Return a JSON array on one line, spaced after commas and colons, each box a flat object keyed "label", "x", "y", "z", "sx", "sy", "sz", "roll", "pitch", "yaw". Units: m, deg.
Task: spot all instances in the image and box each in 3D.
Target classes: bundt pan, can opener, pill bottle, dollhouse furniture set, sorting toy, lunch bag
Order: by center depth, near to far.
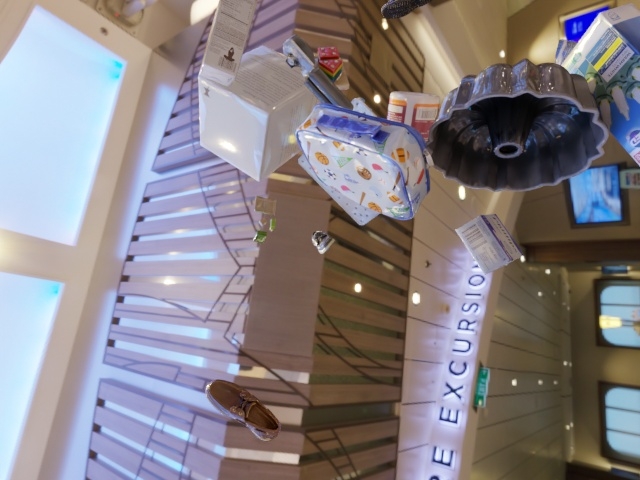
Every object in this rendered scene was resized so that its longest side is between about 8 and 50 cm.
[{"label": "bundt pan", "x": 0.388, "y": -0.233, "z": 0.826, "sx": 0.331, "sy": 0.330, "sz": 0.124, "roll": 37, "pitch": -121, "yaw": -45}, {"label": "lunch bag", "x": 0.099, "y": -0.178, "z": 0.886, "sx": 0.115, "sy": 0.303, "sz": 0.243, "roll": -54, "pitch": -35, "yaw": -17}, {"label": "can opener", "x": 0.001, "y": -0.500, "z": 1.223, "sx": 0.283, "sy": 0.076, "sz": 0.095, "roll": 45, "pitch": -111, "yaw": -11}, {"label": "dollhouse furniture set", "x": -0.195, "y": -0.072, "z": 1.383, "sx": 0.076, "sy": 0.058, "sz": 0.152, "roll": 9, "pitch": -116, "yaw": -17}, {"label": "pill bottle", "x": 0.405, "y": -0.467, "z": 1.852, "sx": 0.224, "sy": 0.224, "sz": 0.392, "roll": -28, "pitch": -50, "yaw": -50}, {"label": "sorting toy", "x": -0.012, "y": -0.798, "z": 1.863, "sx": 0.089, "sy": 0.257, "sz": 0.255, "roll": 91, "pitch": 172, "yaw": -51}]

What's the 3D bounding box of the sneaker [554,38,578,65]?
[{"label": "sneaker", "x": 0.671, "y": -0.485, "z": 1.101, "sx": 0.135, "sy": 0.058, "sz": 0.052, "roll": 48, "pitch": -121, "yaw": -57}]

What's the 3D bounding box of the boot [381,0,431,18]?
[{"label": "boot", "x": 0.305, "y": -0.903, "z": 1.466, "sx": 0.077, "sy": 0.198, "sz": 0.137, "roll": 46, "pitch": -151, "yaw": -72}]

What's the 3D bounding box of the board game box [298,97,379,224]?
[{"label": "board game box", "x": 0.159, "y": -0.292, "z": 1.579, "sx": 0.390, "sy": 0.390, "sz": 0.050, "roll": 44, "pitch": -137, "yaw": -8}]

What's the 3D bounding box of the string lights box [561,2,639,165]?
[{"label": "string lights box", "x": 0.562, "y": -0.270, "z": 0.713, "sx": 0.133, "sy": 0.076, "sz": 0.260, "roll": 95, "pitch": 153, "yaw": -66}]

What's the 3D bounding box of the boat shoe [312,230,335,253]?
[{"label": "boat shoe", "x": 0.001, "y": -0.001, "z": 1.677, "sx": 0.073, "sy": 0.223, "sz": 0.080, "roll": 44, "pitch": -91, "yaw": -9}]

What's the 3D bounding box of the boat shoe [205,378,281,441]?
[{"label": "boat shoe", "x": -0.154, "y": 0.340, "z": 0.825, "sx": 0.178, "sy": 0.060, "sz": 0.064, "roll": 35, "pitch": -127, "yaw": 2}]

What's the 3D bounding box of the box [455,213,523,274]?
[{"label": "box", "x": 0.409, "y": 0.005, "z": 0.973, "sx": 0.137, "sy": 0.072, "sz": 0.126, "roll": -8, "pitch": -115, "yaw": -54}]

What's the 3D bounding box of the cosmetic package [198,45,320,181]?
[{"label": "cosmetic package", "x": -0.238, "y": -0.524, "z": 1.642, "sx": 0.394, "sy": 0.329, "sz": 0.327, "roll": -47, "pitch": -16, "yaw": -39}]

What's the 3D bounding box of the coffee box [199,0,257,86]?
[{"label": "coffee box", "x": -0.268, "y": -0.597, "z": 1.173, "sx": 0.098, "sy": 0.141, "sz": 0.247, "roll": 15, "pitch": -88, "yaw": -24}]
